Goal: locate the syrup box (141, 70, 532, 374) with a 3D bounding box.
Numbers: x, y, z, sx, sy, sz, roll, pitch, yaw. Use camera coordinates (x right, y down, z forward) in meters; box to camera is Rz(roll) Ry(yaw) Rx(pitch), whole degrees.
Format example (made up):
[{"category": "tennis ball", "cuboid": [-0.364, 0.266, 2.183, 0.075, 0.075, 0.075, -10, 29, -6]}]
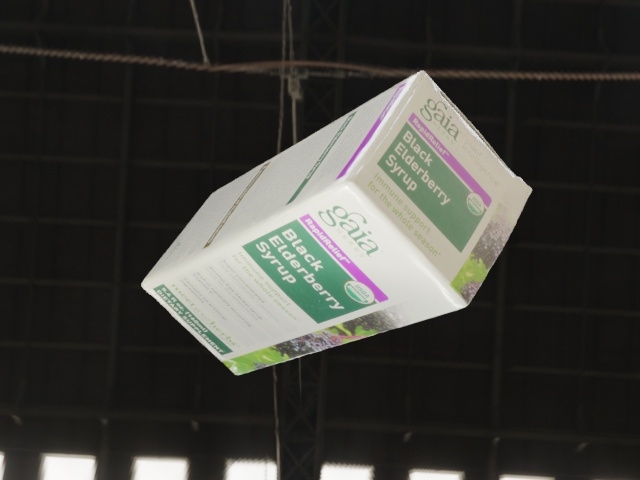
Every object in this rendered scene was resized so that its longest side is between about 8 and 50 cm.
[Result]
[{"category": "syrup box", "cuboid": [0.000, 0.000, 0.645, 0.093, 0.237, 0.096, 45, -124, -16]}]
